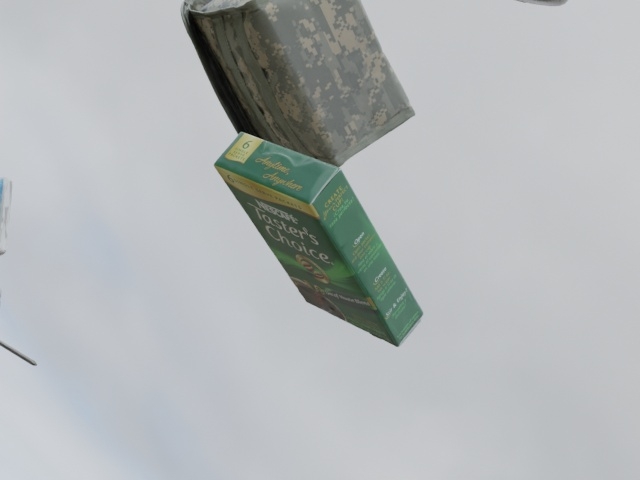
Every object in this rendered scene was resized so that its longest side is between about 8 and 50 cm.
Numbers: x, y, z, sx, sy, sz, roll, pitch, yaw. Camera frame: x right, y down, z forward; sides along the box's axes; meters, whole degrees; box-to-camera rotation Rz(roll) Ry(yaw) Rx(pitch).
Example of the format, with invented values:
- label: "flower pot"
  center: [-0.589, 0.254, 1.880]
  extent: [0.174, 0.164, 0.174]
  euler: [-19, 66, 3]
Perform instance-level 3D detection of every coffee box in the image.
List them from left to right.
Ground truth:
- label: "coffee box"
  center: [0.000, 0.000, 1.231]
  extent: [0.113, 0.040, 0.184]
  euler: [25, -24, 40]

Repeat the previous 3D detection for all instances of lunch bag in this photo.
- label: "lunch bag"
  center: [-0.054, -0.223, 2.003]
  extent: [0.287, 0.169, 0.235]
  euler: [6, -54, 59]

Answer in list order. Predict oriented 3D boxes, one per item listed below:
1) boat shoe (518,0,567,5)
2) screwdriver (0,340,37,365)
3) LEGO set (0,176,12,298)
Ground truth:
- label: "boat shoe"
  center: [0.084, -0.330, 1.452]
  extent: [0.355, 0.130, 0.132]
  euler: [28, 12, 8]
- label: "screwdriver"
  center: [-0.323, 0.068, 1.414]
  extent: [0.170, 0.024, 0.025]
  euler: [30, 2, 4]
- label: "LEGO set"
  center: [-0.357, 0.072, 1.402]
  extent: [0.182, 0.244, 0.060]
  euler: [-20, -33, 35]
